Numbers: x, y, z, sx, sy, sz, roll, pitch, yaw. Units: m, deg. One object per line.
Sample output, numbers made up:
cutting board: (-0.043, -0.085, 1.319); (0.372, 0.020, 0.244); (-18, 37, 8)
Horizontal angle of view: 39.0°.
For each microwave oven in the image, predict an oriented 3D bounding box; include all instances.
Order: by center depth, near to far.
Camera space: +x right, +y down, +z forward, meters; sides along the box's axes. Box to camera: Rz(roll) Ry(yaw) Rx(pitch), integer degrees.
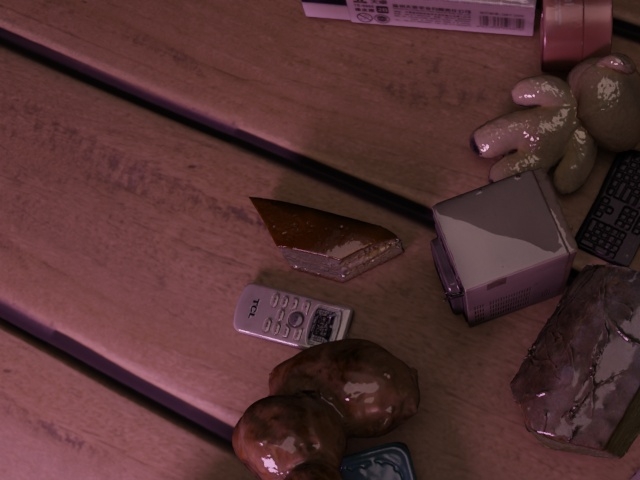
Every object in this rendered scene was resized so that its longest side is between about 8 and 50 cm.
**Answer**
microwave oven: (0.257, 0.017, 1.315); (0.194, 0.240, 0.145); (-18, 71, 5)

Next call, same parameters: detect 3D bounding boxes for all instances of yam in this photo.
yam: (0.394, 0.176, 1.273); (0.201, 0.202, 0.271); (21, 78, 39)

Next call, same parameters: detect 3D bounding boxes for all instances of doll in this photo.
doll: (0.376, -0.182, 1.424); (0.278, 0.175, 0.149); (-25, 30, 18)

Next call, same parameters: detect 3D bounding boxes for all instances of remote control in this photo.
remote control: (-0.046, 0.127, 1.451); (0.190, 0.029, 0.087); (14, 75, 15)

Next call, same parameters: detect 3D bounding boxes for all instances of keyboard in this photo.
keyboard: (0.527, -0.138, 1.418); (0.103, 0.041, 0.381); (27, 80, 18)

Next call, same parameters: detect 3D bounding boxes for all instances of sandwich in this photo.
sandwich: (0.000, 0.000, 1.449); (0.258, 0.094, 0.096); (14, 71, 16)

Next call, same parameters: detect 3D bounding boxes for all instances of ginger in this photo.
ginger: (-0.007, 0.269, 1.291); (0.244, 0.155, 0.304); (14, 50, 30)

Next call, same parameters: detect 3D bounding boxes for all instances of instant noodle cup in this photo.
instant noodle cup: (0.076, 0.398, 1.320); (0.157, 0.070, 0.179); (-16, 71, 7)

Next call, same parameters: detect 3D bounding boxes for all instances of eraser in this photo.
eraser: (0.169, -0.429, 1.551); (0.404, 0.098, 0.096); (9, 73, 13)

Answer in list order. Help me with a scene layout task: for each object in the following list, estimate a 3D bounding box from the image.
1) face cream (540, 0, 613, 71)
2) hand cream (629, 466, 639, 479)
face cream: (0.408, -0.347, 1.450); (0.104, 0.149, 0.149); (0, 73, 12)
hand cream: (0.493, 0.310, 1.283); (0.065, 0.043, 0.170); (32, 86, 24)
